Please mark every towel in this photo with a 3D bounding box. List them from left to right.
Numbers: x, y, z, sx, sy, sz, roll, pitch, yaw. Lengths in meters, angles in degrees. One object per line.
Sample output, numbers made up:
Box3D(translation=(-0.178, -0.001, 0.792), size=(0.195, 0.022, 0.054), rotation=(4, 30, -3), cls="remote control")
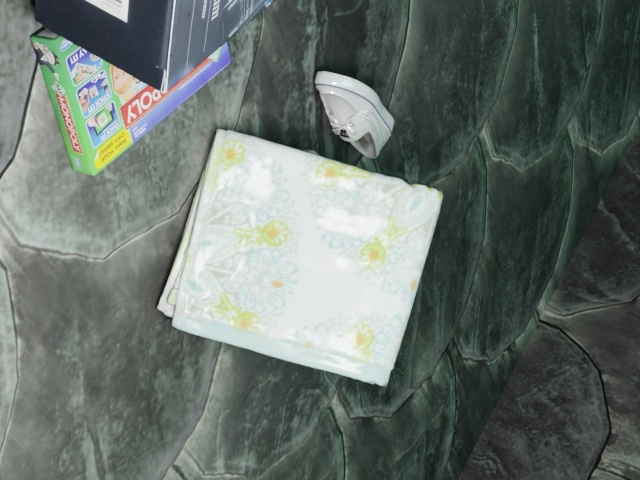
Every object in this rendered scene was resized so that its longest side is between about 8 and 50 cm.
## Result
Box3D(translation=(-0.031, 0.025, 2.085), size=(0.090, 0.375, 0.320), rotation=(121, -14, -88), cls="towel")

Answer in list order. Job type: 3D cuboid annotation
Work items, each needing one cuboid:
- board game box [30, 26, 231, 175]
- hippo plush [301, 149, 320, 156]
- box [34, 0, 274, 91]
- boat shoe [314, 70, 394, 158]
Box3D(translation=(-0.253, -0.265, 1.882), size=(0.317, 0.046, 0.213), rotation=(-47, 139, -37), cls="board game box")
Box3D(translation=(0.000, 0.000, 2.218), size=(0.294, 0.237, 0.234), rotation=(-65, 148, -15), cls="hippo plush")
Box3D(translation=(-0.150, -0.429, 1.687), size=(0.395, 0.212, 0.293), rotation=(-48, 161, -39), cls="box")
Box3D(translation=(0.059, -0.214, 2.355), size=(0.258, 0.095, 0.084), rotation=(33, 71, -57), cls="boat shoe")
